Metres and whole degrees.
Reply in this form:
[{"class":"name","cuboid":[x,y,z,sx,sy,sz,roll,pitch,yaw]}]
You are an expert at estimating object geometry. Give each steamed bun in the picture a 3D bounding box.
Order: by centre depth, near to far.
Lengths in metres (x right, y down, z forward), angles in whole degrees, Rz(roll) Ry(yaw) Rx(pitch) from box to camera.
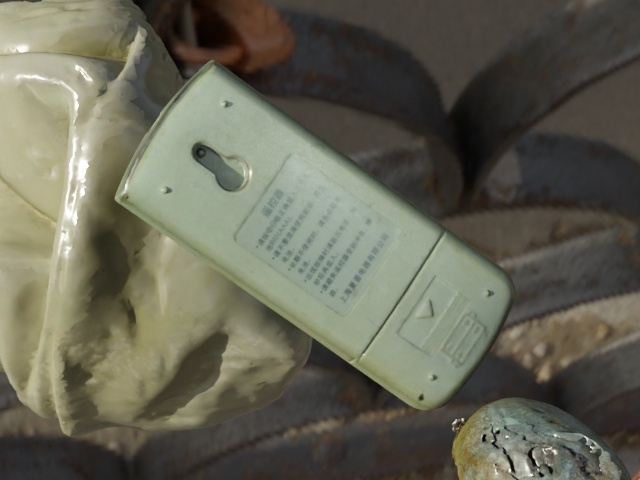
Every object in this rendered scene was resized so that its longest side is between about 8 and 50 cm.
[{"class":"steamed bun","cuboid":[-0.181,-0.004,1.381,0.255,0.342,0.367,-30,92,-4]}]

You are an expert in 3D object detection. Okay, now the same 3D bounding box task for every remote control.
[{"class":"remote control","cuboid":[0.000,0.000,1.021,0.233,0.038,0.098,35,82,-12]}]

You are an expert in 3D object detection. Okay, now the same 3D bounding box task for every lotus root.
[{"class":"lotus root","cuboid":[0.150,0.151,1.132,0.088,0.088,0.165,-41,45,-19]}]

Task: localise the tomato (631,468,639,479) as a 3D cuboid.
[{"class":"tomato","cuboid":[0.357,0.265,1.523,0.214,0.155,0.181,36,105,14]}]
